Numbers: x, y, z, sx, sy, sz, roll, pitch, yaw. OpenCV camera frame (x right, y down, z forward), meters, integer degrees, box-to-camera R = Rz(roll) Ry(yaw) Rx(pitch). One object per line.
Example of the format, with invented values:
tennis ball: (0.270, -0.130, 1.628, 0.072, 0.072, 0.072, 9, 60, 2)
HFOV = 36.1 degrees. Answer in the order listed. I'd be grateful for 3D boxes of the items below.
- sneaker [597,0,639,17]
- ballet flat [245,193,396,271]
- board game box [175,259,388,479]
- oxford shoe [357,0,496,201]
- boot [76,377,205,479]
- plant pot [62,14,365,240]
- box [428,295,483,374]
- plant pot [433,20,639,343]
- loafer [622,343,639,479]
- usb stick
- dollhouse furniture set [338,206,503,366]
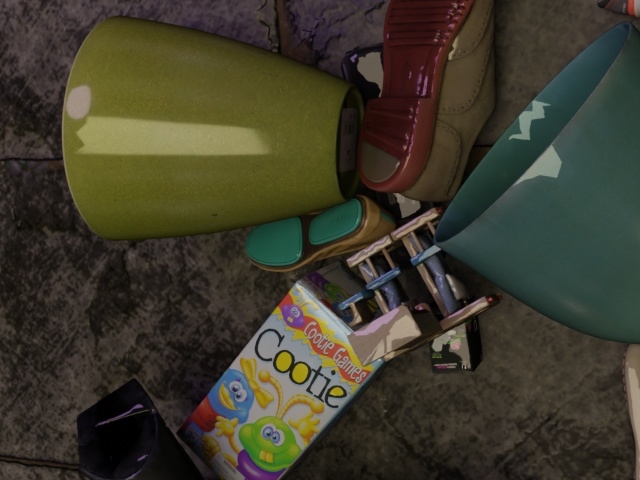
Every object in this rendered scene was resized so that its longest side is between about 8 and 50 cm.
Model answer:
sneaker: (0.327, -0.321, 1.054, 0.065, 0.061, 0.157, 10, 103, 27)
ballet flat: (0.000, 0.000, 1.232, 0.232, 0.073, 0.080, -12, 67, 47)
board game box: (-0.031, 0.180, 1.247, 0.142, 0.144, 0.275, 43, 112, 10)
oxford shoe: (0.148, -0.212, 1.133, 0.123, 0.130, 0.348, 24, 96, 52)
boot: (-0.112, 0.408, 1.169, 0.367, 0.146, 0.445, 18, 135, 57)
plant pot: (-0.104, -0.124, 1.159, 0.294, 0.275, 0.274, 5, 102, 17)
box: (0.164, 0.116, 1.200, 0.052, 0.062, 0.083, -5, 96, 23)
plant pot: (0.299, -0.034, 1.007, 0.235, 0.293, 0.293, 40, 112, -4)
loafer: (0.403, 0.240, 1.105, 0.092, 0.102, 0.268, -8, 96, 29)
usb stick: (0.091, -0.104, 1.198, 0.077, 0.045, 0.278, -13, 95, 17)
dollhouse furniture set: (0.100, 0.046, 1.087, 0.129, 0.184, 0.129, -32, 78, 18)
